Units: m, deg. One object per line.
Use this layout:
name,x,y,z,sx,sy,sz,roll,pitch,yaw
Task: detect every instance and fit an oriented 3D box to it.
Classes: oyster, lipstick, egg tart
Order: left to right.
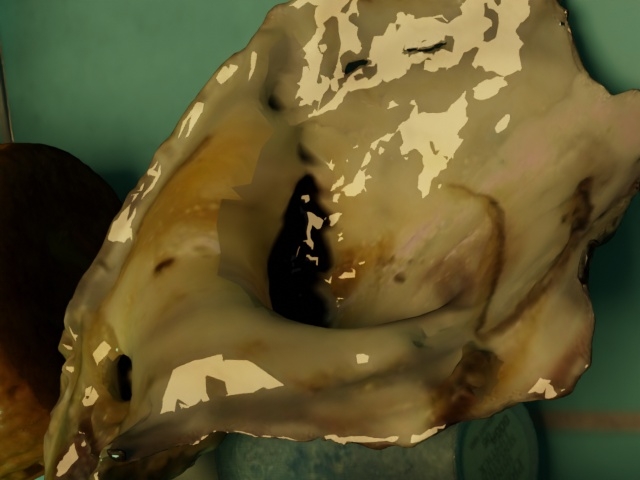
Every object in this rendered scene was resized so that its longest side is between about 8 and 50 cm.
egg tart,-0.174,0.036,0.606,0.147,0.202,0.203,-18,86,24
lipstick,-0.028,0.100,0.571,0.274,0.061,0.068,-9,92,43
oyster,0.007,0.004,0.488,0.271,0.100,0.275,-9,57,39
